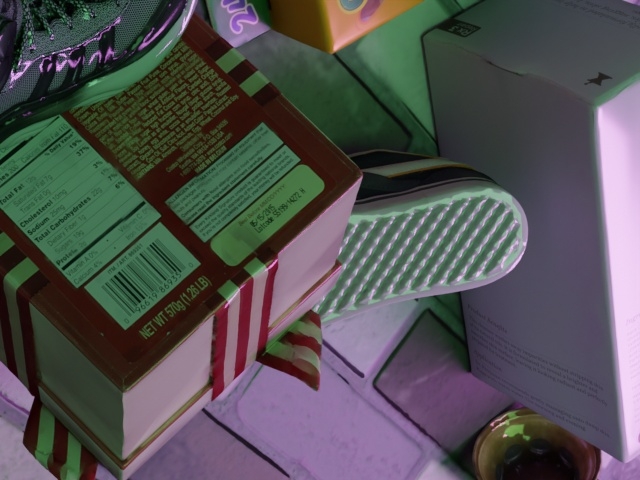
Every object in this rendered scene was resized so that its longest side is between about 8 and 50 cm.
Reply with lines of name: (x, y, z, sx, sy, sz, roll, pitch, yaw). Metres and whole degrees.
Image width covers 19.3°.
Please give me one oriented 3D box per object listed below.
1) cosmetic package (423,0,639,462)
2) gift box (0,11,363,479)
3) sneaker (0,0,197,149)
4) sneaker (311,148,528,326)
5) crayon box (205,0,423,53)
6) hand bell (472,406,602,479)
cosmetic package: (0.234, -0.021, 1.683, 0.156, 0.217, 0.385, -29, 129, -28)
gift box: (-0.127, 0.017, 1.301, 0.255, 0.276, 0.258, -38, 169, -17)
sneaker: (-0.175, -0.136, 1.132, 0.268, 0.101, 0.153, -36, 168, -17)
sneaker: (0.000, 0.000, 1.558, 0.321, 0.127, 0.126, -5, 109, -14)
crayon box: (0.047, -0.287, 1.478, 0.323, 0.083, 0.203, -32, 128, -26)
hand bell: (0.222, 0.290, 1.921, 0.126, 0.126, 0.242, -37, 143, -24)
